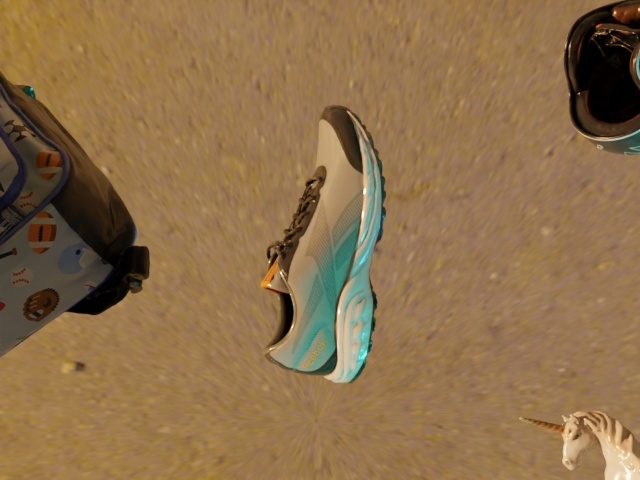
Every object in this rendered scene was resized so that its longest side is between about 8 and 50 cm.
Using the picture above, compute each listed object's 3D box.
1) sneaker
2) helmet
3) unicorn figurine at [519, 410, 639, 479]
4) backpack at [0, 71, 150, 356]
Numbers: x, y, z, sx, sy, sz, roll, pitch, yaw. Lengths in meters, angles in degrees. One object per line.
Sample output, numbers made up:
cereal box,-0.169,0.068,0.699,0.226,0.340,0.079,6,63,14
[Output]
sneaker,0.000,0.000,1.657,0.108,0.100,0.272,6,84,-14
helmet,0.367,-0.184,1.976,0.169,0.169,0.162,-14,117,-2
unicorn figurine,0.232,0.179,1.225,0.162,0.060,0.111,-1,95,32
backpack,-0.306,-0.004,1.297,0.263,0.213,0.276,-47,43,3
